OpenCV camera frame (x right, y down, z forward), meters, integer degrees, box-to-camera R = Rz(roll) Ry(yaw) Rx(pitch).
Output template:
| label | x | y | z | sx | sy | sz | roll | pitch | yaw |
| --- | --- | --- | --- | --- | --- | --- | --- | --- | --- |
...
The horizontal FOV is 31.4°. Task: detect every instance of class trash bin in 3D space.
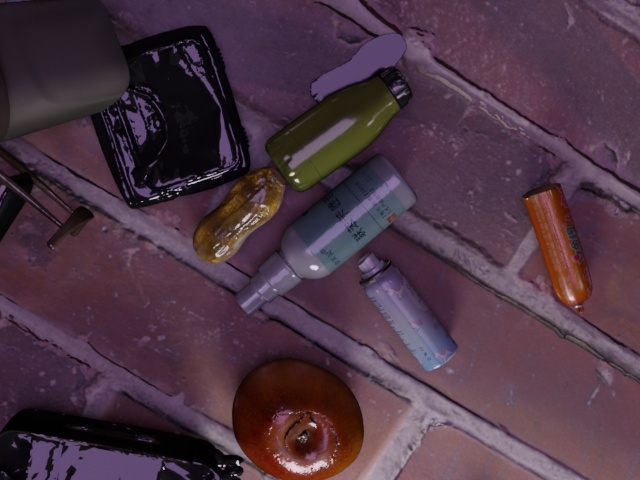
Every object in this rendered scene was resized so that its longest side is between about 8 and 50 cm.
| label | x | y | z | sx | sy | sz | roll | pitch | yaw |
| --- | --- | --- | --- | --- | --- | --- | --- | --- | --- |
| trash bin | -0.452 | -0.265 | 1.761 | 0.250 | 0.220 | 0.219 | -20 | 91 | -40 |

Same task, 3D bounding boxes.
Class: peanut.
| label | x | y | z | sx | sy | sz | roll | pitch | yaw |
| --- | --- | --- | --- | --- | --- | --- | --- | --- | --- |
| peanut | -0.137 | -0.043 | 1.931 | 0.087 | 0.087 | 0.206 | 42 | 108 | -8 |

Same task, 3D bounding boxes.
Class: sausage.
| label | x | y | z | sx | sy | sz | roll | pitch | yaw |
| --- | --- | --- | --- | --- | --- | --- | --- | --- | --- |
| sausage | 0.424 | 0.018 | 1.996 | 0.071 | 0.071 | 0.234 | -21 | 98 | -1 |

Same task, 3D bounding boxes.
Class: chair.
| label | x | y | z | sx | sy | sz | roll | pitch | yaw |
| --- | --- | --- | --- | --- | --- | --- | --- | --- | --- |
| chair | -0.530 | -0.049 | 1.869 | 0.272 | 0.188 | 0.166 | 33 | 95 | -4 |

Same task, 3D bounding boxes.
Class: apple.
| label | x | y | z | sx | sy | sz | roll | pitch | yaw |
| --- | --- | --- | --- | --- | --- | --- | --- | --- | --- |
| apple | -0.037 | 0.314 | 1.952 | 0.235 | 0.173 | 0.210 | 12 | 97 | -6 |

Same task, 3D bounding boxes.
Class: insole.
| label | x | y | z | sx | sy | sz | roll | pitch | yaw |
| --- | --- | --- | --- | --- | --- | --- | --- | --- | --- |
| insole | 0.066 | -0.297 | 1.964 | 0.188 | 0.004 | 0.064 | -31 | 98 | 1 |

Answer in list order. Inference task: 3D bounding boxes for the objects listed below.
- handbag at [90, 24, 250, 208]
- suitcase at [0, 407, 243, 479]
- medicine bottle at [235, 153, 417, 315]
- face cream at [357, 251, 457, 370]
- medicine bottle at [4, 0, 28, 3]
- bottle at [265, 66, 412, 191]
| label | x | y | z | sx | sy | sz | roll | pitch | yaw |
| --- | --- | --- | --- | --- | --- | --- | --- | --- | --- |
| handbag | -0.260 | -0.207 | 1.918 | 0.244 | 0.088 | 0.275 | -16 | 99 | 2 |
| suitcase | -0.363 | 0.443 | 1.935 | 0.434 | 0.194 | 0.283 | 10 | 97 | -5 |
| medicine bottle | 0.000 | 0.000 | 1.945 | 0.352 | 0.110 | 0.110 | -39 | 98 | 2 |
| face cream | 0.145 | 0.120 | 1.988 | 0.075 | 0.075 | 0.229 | -38 | 99 | 1 |
| medicine bottle | -0.475 | -0.314 | 1.903 | 0.051 | 0.051 | 0.191 | -18 | 98 | -1 |
| bottle | 0.037 | -0.194 | 1.921 | 0.260 | 0.112 | 0.112 | -36 | 98 | 1 |
